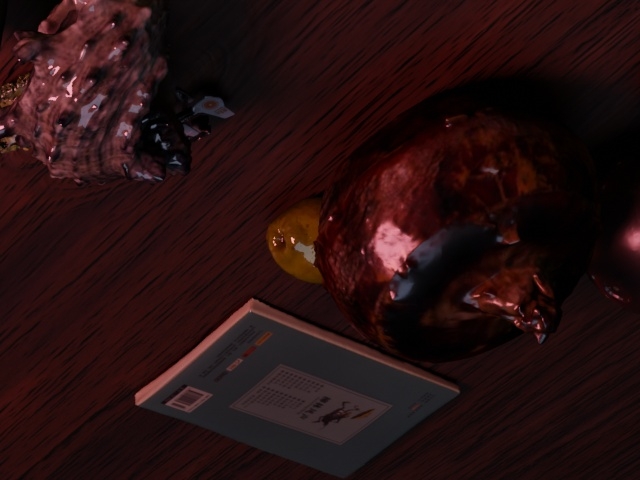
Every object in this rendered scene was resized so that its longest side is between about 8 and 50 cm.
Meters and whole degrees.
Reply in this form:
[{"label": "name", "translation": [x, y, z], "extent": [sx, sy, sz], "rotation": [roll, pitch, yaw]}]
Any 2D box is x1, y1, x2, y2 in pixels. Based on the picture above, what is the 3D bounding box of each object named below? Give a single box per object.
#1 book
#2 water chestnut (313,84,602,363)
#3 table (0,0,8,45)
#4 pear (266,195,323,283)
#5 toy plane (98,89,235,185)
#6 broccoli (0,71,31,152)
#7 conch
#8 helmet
[{"label": "book", "translation": [-0.028, 0.213, 2.501], "extent": [0.379, 0.031, 0.264], "rotation": [24, 132, -34]}, {"label": "water chestnut", "translation": [0.168, 0.004, 2.046], "extent": [0.350, 0.302, 0.350], "rotation": [-21, 144, -16]}, {"label": "table", "translation": [-0.432, -0.222, 1.807], "extent": [0.226, 0.167, 0.167], "rotation": [9, 139, -7]}, {"label": "pear", "translation": [0.000, 0.000, 2.186], "extent": [0.131, 0.107, 0.107], "rotation": [3, 142, -31]}, {"label": "toy plane", "translation": [-0.193, -0.120, 2.046], "extent": [0.197, 0.053, 0.078], "rotation": [-26, 146, 23]}, {"label": "broccoli", "translation": [-0.321, -0.136, 1.971], "extent": [0.097, 0.092, 0.095], "rotation": [2, 122, 13]}, {"label": "conch", "translation": [-0.221, -0.171, 1.859], "extent": [0.186, 0.241, 0.313], "rotation": [15, 167, 22]}, {"label": "helmet", "translation": [0.401, -0.011, 2.160], "extent": [0.193, 0.189, 0.216], "rotation": [31, 156, 3]}]
